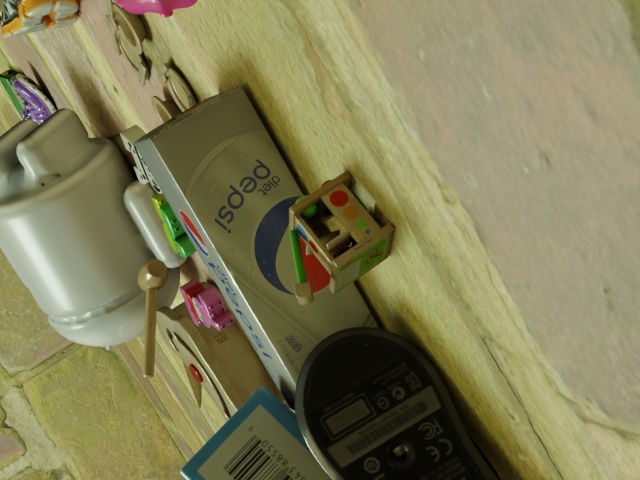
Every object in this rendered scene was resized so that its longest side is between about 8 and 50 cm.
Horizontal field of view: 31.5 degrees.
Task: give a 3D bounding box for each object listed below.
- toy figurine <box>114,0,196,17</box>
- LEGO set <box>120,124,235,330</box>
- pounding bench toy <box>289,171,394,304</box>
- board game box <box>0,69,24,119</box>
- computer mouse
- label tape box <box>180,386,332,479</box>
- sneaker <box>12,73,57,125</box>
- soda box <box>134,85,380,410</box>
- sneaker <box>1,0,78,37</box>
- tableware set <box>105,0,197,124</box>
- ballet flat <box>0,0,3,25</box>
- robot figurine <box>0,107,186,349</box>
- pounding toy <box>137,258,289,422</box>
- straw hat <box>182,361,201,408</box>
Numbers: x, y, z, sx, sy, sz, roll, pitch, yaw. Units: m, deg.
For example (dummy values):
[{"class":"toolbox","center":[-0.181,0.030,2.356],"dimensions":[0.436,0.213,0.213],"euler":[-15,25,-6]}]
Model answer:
[{"class":"toy figurine","center":[-0.132,-0.235,0.788],"dimensions":[0.159,0.130,0.173],"euler":[46,141,-11]},{"class":"LEGO set","center":[-0.103,-0.015,1.110],"dimensions":[0.093,0.087,0.227],"euler":[26,142,50]},{"class":"pounding bench toy","center":[0.000,0.000,0.830],"dimensions":[0.065,0.083,0.052],"euler":[51,163,19]},{"class":"board game box","center":[-0.483,-0.179,2.005],"dimensions":[0.259,0.030,0.136],"euler":[64,165,-22]},{"class":"computer mouse","center":[0.070,0.199,0.902],"dimensions":[0.272,0.188,0.072],"euler":[63,177,14]},{"class":"label tape box","center":[0.023,0.289,1.091],"dimensions":[0.249,0.115,0.347],"euler":[41,170,17]},{"class":"sneaker","center":[-0.459,-0.191,1.831],"dimensions":[0.068,0.071,0.170],"euler":[42,157,43]},{"class":"soda box","center":[-0.045,0.015,0.974],"dimensions":[0.286,0.091,0.098],"euler":[60,166,-10]},{"class":"sneaker","center":[-0.318,-0.278,1.264],"dimensions":[0.215,0.084,0.083],"euler":[0,108,67]},{"class":"tableware set","center":[-0.169,-0.165,1.129],"dimensions":[0.168,0.020,0.141],"euler":[55,164,7]},{"class":"ballet flat","center":[-0.426,-0.331,1.431],"dimensions":[0.106,0.107,0.316],"euler":[44,165,-3]},{"class":"robot figurine","center":[-0.321,-0.001,1.557],"dimensions":[0.300,0.200,0.353],"euler":[-7,119,34]},{"class":"pounding toy","center":[-0.169,0.153,1.481],"dimensions":[0.269,0.155,0.154],"euler":[57,159,-1]},{"class":"straw hat","center":[-0.177,0.178,1.725],"dimensions":[0.144,0.061,0.144],"euler":[162,90,-83]}]
